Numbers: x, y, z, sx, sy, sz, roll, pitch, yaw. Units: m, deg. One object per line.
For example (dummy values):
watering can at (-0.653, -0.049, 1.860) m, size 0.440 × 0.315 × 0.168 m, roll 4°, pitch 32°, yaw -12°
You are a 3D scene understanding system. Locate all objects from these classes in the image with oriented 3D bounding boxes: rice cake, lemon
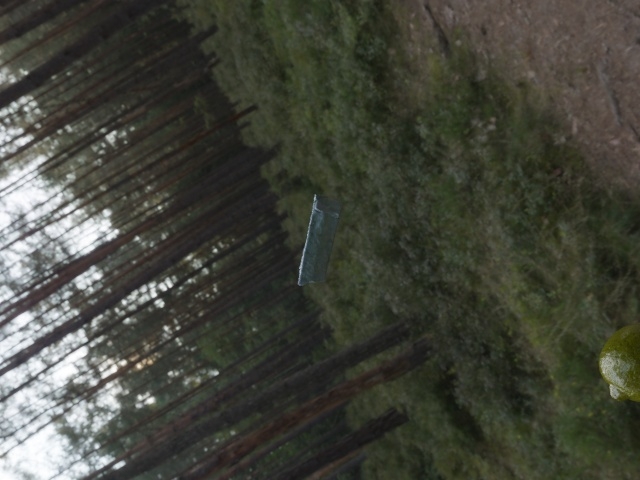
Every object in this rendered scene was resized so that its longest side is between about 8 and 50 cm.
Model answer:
rice cake at (0.000, 0.000, 1.319) m, size 0.063 × 0.069 × 0.206 m, roll -90°, pitch 10°, yaw -74°
lemon at (0.828, 0.307, 1.533) m, size 0.184 × 0.248 × 0.184 m, roll 37°, pitch 167°, yaw 10°
